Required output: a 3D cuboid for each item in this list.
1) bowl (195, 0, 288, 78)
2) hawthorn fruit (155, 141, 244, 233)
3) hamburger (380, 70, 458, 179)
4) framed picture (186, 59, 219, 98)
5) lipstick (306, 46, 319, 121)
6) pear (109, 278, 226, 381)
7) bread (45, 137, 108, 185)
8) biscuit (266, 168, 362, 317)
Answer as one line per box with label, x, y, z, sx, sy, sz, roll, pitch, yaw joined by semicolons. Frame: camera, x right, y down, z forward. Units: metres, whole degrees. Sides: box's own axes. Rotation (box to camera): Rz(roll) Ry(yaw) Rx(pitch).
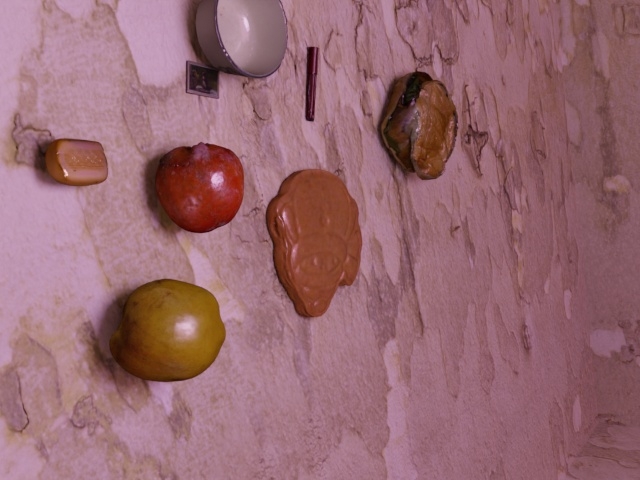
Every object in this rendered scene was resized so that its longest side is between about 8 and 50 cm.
bowl;-0.173;-0.427;1.515;0.211;0.112;0.211;0;90;-52
hawthorn fruit;-0.225;-0.101;1.418;0.173;0.173;0.172;-2;92;-52
hamburger;0.275;-0.320;2.075;0.265;0.134;0.284;49;59;-49
framed picture;-0.239;-0.326;1.519;0.089;0.007;0.066;1;90;-52
lipstick;-0.021;-0.373;1.781;0.027;0.027;0.176;3;90;-52
pear;-0.275;0.163;1.344;0.200;0.200;0.199;-2;92;-52
bread;-0.416;-0.130;1.260;0.115;0.056;0.082;-17;93;-60
biscuit;0.000;0.000;1.794;0.312;0.057;0.351;-20;107;-49
